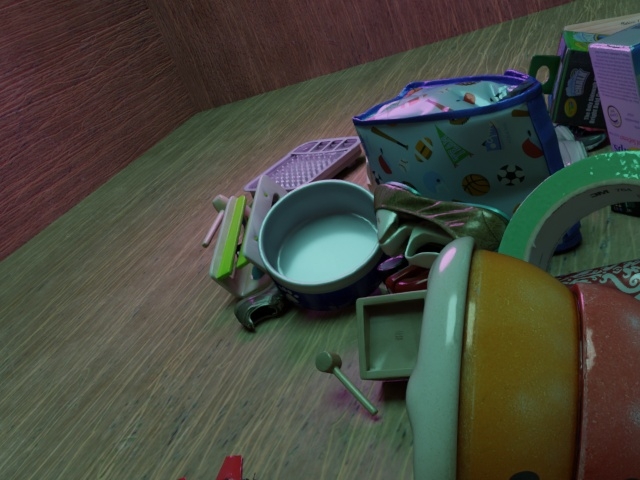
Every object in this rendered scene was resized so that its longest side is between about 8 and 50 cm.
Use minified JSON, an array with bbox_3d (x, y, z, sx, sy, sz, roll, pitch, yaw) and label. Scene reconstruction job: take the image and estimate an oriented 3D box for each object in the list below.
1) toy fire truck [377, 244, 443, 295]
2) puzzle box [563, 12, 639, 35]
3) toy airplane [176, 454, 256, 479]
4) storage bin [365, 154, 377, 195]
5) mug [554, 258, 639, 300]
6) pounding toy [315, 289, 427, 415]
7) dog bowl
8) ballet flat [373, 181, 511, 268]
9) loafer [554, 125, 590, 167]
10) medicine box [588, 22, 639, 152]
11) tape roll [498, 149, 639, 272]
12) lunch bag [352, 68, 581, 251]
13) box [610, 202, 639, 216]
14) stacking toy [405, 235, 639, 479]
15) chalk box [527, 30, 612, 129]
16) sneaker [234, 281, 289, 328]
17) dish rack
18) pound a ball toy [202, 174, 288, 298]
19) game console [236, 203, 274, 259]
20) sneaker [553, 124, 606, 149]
[{"bbox_3d":[0.246,0.083,1.181,0.217,0.158,0.246,-28,13,-14],"label":"toy fire truck"},{"bbox_3d":[0.837,-0.469,1.702,0.409,0.272,0.052,6,78,48],"label":"puzzle box"},{"bbox_3d":[-0.164,0.371,1.043,0.151,0.028,0.151,-19,25,9],"label":"toy airplane"},{"bbox_3d":[0.244,-0.237,1.873,0.260,0.123,0.262,-18,24,11],"label":"storage bin"},{"bbox_3d":[0.433,0.094,1.042,0.169,0.150,0.113,-13,63,32],"label":"mug"},{"bbox_3d":[0.102,0.184,1.115,0.206,0.181,0.094,-10,-16,28],"label":"pounding toy"},{"bbox_3d":[0.012,0.008,1.438,0.265,0.104,0.264,-8,52,11],"label":"dog bowl"},{"bbox_3d":[0.173,-0.016,1.192,0.124,0.116,0.342,-50,35,-12],"label":"ballet flat"},{"bbox_3d":[0.510,-0.163,1.501,0.111,0.112,0.319,-22,15,14],"label":"loafer"},{"bbox_3d":[0.701,-0.290,1.358,0.264,0.289,0.149,-24,21,-2],"label":"medicine box"},{"bbox_3d":[0.399,0.040,0.945,0.321,0.077,0.321,-17,63,36],"label":"tape roll"},{"bbox_3d":[0.302,-0.144,1.365,0.239,0.327,0.385,-38,26,-28],"label":"lunch bag"},{"bbox_3d":[0.591,-0.083,1.311,0.062,0.052,0.083,-29,23,-18],"label":"box"},{"bbox_3d":[0.344,0.176,0.734,0.480,0.350,0.350,2,30,16],"label":"stacking toy"},{"bbox_3d":[0.625,-0.372,1.623,0.289,0.180,0.179,10,31,10],"label":"chalk box"},{"bbox_3d":[-0.088,0.126,1.486,0.188,0.066,0.071,-34,42,-12],"label":"sneaker"},{"bbox_3d":[-0.043,-0.208,2.138,0.286,0.072,0.333,3,34,45],"label":"dish rack"},{"bbox_3d":[-0.177,-0.006,1.688,0.208,0.136,0.319,-30,35,32],"label":"pound a ball toy"},{"bbox_3d":[-0.132,-0.030,1.868,0.213,0.044,0.361,-24,25,-4],"label":"game console"},{"bbox_3d":[0.582,-0.249,1.649,0.166,0.076,0.065,1,33,43],"label":"sneaker"}]
